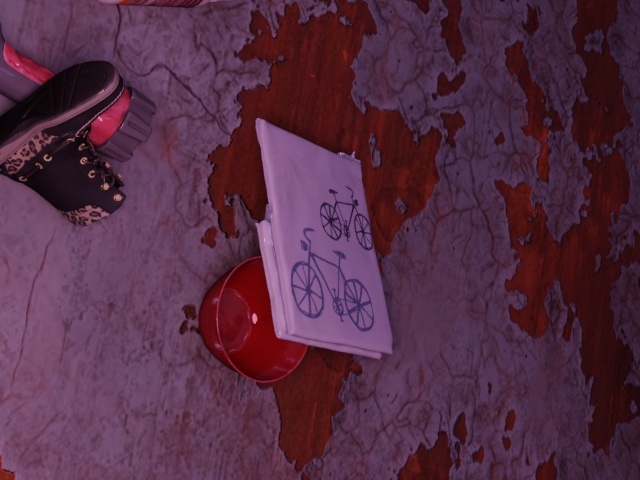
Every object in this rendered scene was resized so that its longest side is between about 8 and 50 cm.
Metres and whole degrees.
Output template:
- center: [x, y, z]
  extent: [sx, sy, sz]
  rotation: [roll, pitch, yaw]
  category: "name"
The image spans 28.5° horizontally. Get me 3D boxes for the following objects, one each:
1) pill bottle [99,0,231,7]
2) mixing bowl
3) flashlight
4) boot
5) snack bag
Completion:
- center: [-0.213, -0.388, 1.768]
  extent: [0.221, 0.121, 0.121]
  rotation: [-7, 91, -44]
  category: "pill bottle"
- center: [-0.111, 0.116, 1.837]
  extent: [0.181, 0.098, 0.181]
  rotation: [6, 81, -44]
  category: "mixing bowl"
- center: [-0.358, -0.213, 1.634]
  extent: [0.304, 0.103, 0.103]
  rotation: [33, 26, -34]
  category: "flashlight"
- center: [-0.299, -0.119, 1.604]
  extent: [0.178, 0.236, 0.085]
  rotation: [41, 34, -38]
  category: "boot"
- center: [0.000, 0.000, 1.900]
  extent: [0.323, 0.037, 0.343]
  rotation: [17, 60, -58]
  category: "snack bag"
